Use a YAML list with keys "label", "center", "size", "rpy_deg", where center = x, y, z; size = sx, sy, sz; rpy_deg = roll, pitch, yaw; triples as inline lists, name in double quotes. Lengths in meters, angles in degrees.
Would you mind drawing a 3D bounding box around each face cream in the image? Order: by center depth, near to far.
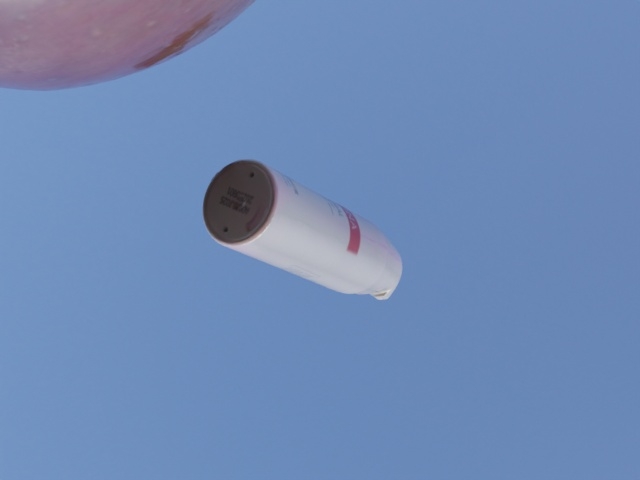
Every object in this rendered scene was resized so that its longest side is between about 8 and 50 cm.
- label: "face cream"
  center: [0.000, 0.000, 1.041]
  size: [0.102, 0.346, 0.101]
  rpy_deg: [-8, -106, 28]

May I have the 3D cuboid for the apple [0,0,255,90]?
- label: "apple"
  center: [-0.119, -0.206, 0.369]
  size: [0.235, 0.306, 0.305]
  rpy_deg: [-29, -107, 15]
